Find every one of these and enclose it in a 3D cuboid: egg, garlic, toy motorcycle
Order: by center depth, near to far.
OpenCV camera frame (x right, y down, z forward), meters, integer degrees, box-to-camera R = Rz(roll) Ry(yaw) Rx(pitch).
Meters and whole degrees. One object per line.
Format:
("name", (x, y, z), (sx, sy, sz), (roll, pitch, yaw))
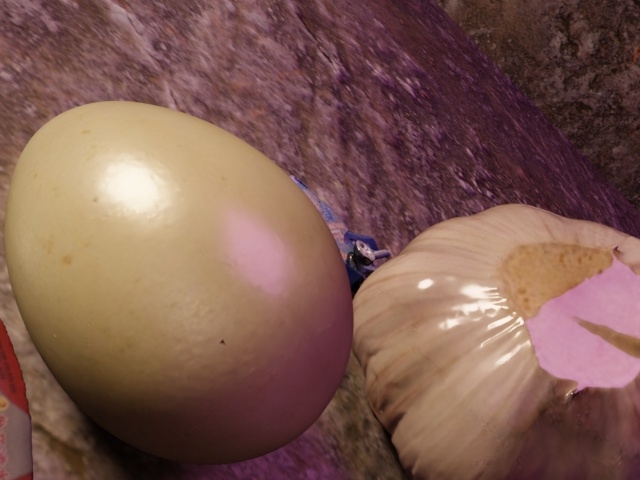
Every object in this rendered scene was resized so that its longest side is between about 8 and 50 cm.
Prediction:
("egg", (-0.092, 0.021, 0.516), (0.254, 0.189, 0.188), (46, 24, 14))
("garlic", (0.187, 0.112, 0.751), (0.317, 0.259, 0.318), (8, 63, -15))
("toy motorcycle", (0.000, 0.000, 0.834), (0.205, 0.076, 0.114), (34, 23, -33))

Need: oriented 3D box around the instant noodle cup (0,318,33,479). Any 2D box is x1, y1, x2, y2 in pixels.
("instant noodle cup", (-0.248, 0.074, 0.301), (0.274, 0.090, 0.274), (37, 29, -24))
